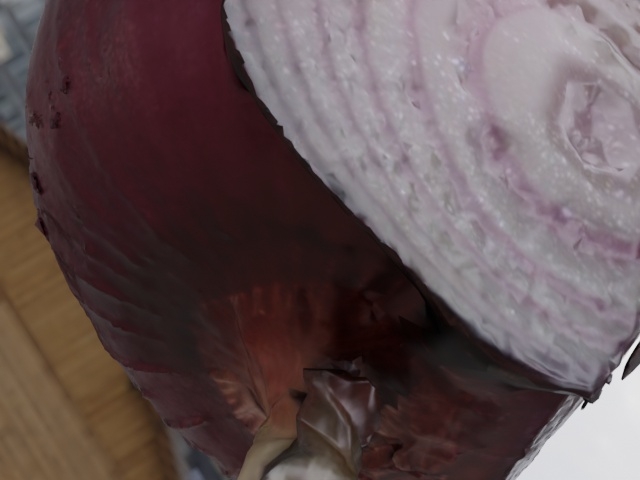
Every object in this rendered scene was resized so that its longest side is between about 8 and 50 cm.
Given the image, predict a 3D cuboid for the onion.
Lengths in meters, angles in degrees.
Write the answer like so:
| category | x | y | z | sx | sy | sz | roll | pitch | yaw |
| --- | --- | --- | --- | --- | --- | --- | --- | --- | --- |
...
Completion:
| category | x | y | z | sx | sy | sz | roll | pitch | yaw |
| --- | --- | --- | --- | --- | --- | --- | --- | --- | --- |
| onion | 0.008 | -0.017 | 0.636 | 0.230 | 0.272 | 0.256 | -34 | -100 | 53 |
